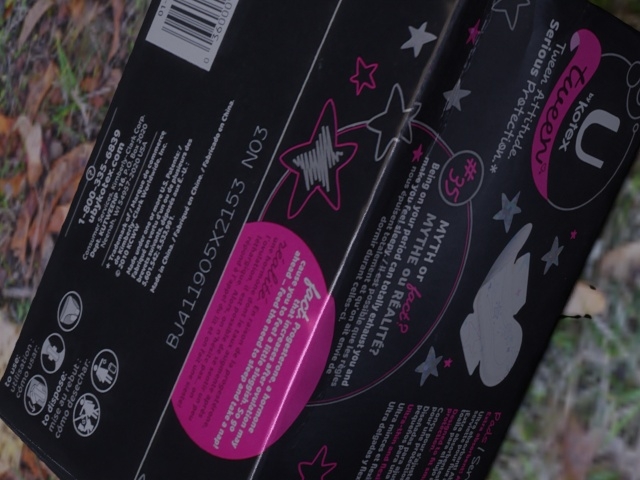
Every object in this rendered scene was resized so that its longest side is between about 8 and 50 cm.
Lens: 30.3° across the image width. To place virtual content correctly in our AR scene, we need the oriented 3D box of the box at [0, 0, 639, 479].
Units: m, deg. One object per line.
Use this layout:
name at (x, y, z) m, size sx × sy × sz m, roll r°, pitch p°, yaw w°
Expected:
box at (0.000, 0.000, 0.482) m, size 0.163 × 0.142 × 0.247 m, roll 30°, pitch 100°, yaw 42°
